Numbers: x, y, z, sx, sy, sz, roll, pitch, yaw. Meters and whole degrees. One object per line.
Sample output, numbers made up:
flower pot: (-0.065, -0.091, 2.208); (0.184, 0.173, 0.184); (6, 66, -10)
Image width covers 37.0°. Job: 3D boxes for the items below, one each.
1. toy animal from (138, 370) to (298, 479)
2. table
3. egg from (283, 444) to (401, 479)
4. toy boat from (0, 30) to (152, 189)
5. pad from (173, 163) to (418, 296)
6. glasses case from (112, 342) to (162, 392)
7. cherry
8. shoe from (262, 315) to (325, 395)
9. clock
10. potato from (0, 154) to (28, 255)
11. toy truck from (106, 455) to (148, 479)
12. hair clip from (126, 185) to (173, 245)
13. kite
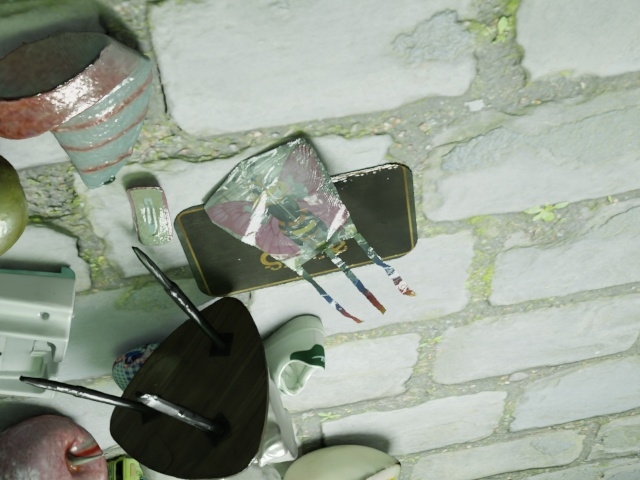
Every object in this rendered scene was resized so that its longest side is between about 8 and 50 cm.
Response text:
toy animal: (-0.188, 0.334, 1.636); (0.264, 0.206, 0.272); (-17, 126, 0)
table: (-0.246, 0.202, 1.440); (0.317, 0.317, 0.249); (-26, 141, 17)
egg: (0.037, 0.538, 2.131); (0.286, 0.174, 0.264); (-25, 150, -25)
toy boat: (-0.292, -0.148, 1.210); (0.206, 0.096, 0.282); (-26, 153, -6)
pad: (-0.021, 0.031, 1.528); (0.375, 0.063, 0.315); (-13, 144, 1)
glasses case: (-0.265, 0.283, 1.770); (0.125, 0.076, 0.327); (-22, 142, 8)
cherry: (-0.519, 0.435, 1.784); (0.285, 0.213, 0.236); (-15, 136, 19)
shoe: (-0.086, 0.246, 1.751); (0.095, 0.110, 0.265); (18, 131, -36)
clock: (-0.513, 0.153, 1.498); (0.231, 0.116, 0.262); (5, 139, -22)
potato: (-0.506, -0.033, 1.228); (0.251, 0.159, 0.174); (-19, 118, -12)
toy truck: (-0.385, 0.518, 2.043); (0.100, 0.077, 0.169); (-22, 141, 17)
hair clip: (-0.249, -0.040, 1.400); (0.054, 0.022, 0.137); (-8, 143, -5)
kite: (0.000, 0.002, 1.443); (0.204, 0.022, 0.360); (-33, 120, 26)
